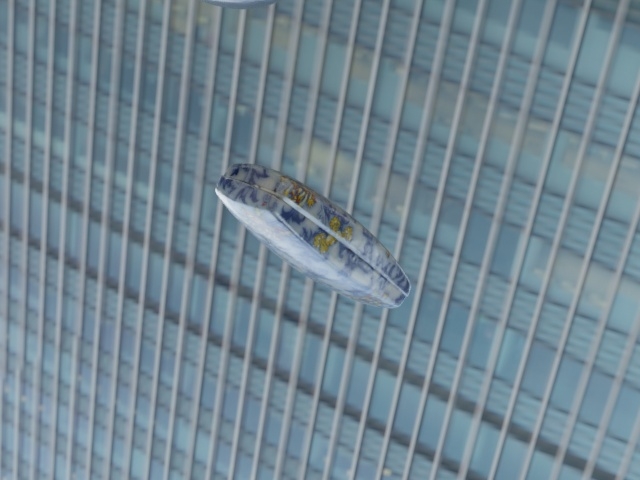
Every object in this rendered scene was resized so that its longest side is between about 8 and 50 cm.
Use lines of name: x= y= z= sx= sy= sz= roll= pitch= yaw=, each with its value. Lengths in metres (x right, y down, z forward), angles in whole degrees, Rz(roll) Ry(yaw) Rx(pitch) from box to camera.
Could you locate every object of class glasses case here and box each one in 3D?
glasses case: x=0.000 y=0.000 z=1.264 sx=0.087 sy=0.065 sz=0.248 roll=16 pitch=165 yaw=38

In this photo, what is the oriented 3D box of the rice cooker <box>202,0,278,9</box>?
rice cooker: x=-0.100 y=-0.360 z=1.369 sx=0.267 sy=0.267 sz=0.224 roll=38 pitch=179 yaw=36
